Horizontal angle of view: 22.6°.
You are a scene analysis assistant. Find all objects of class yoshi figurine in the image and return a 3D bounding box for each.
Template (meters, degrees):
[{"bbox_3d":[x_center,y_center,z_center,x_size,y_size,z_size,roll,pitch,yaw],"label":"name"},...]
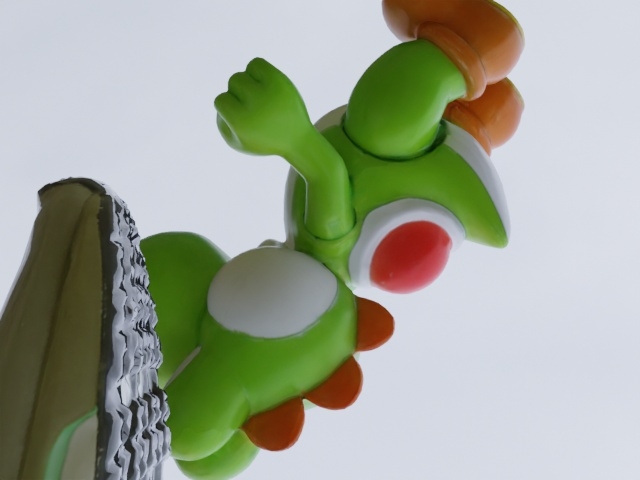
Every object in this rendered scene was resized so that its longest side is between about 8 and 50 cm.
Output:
[{"bbox_3d":[-0.023,-0.016,1.069,0.362,0.203,0.203,-53,-161,-21],"label":"yoshi figurine"}]

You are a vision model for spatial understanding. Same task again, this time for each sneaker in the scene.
[{"bbox_3d":[-0.168,0.161,0.478,0.158,0.182,0.410,105,4,-82],"label":"sneaker"}]
